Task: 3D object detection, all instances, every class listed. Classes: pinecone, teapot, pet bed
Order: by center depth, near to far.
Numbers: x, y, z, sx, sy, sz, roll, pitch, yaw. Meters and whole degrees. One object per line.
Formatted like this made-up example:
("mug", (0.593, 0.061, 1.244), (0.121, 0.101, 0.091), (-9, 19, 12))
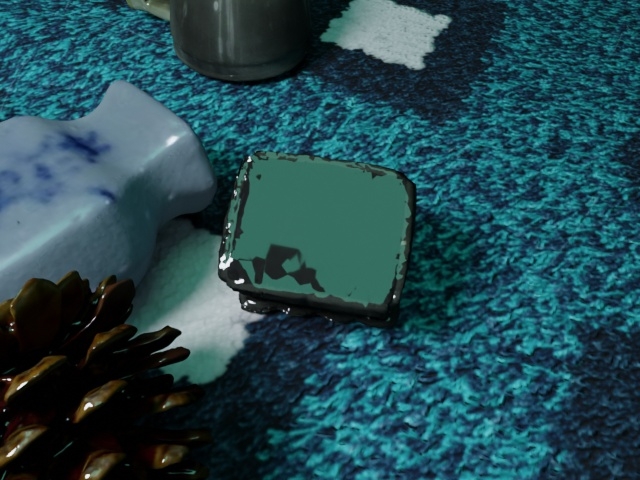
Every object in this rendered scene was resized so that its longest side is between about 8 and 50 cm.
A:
("pinecone", (-0.210, 0.170, 0.491), (0.264, 0.264, 0.264), (1, 51, -2))
("pet bed", (0.000, 0.000, 0.698), (0.211, 0.159, 0.183), (7, 77, 4))
("teapot", (-0.159, -0.440, 0.985), (0.239, 0.239, 0.321), (-32, 58, -27))

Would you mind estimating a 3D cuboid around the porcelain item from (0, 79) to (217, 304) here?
("porcelain item", (-0.320, 0.001, 0.654), (0.243, 0.178, 0.405), (36, 62, 22))
